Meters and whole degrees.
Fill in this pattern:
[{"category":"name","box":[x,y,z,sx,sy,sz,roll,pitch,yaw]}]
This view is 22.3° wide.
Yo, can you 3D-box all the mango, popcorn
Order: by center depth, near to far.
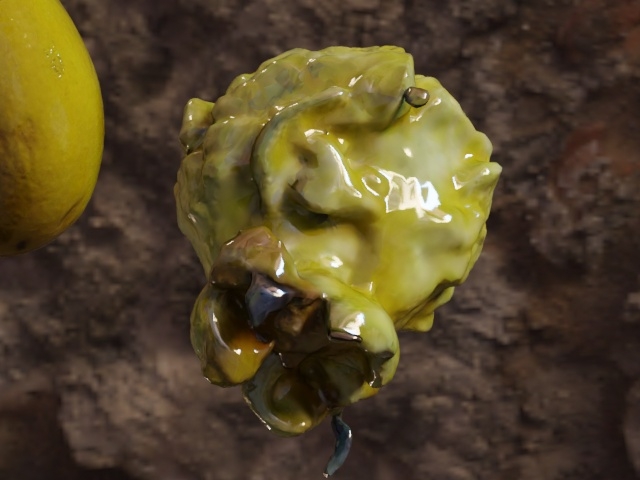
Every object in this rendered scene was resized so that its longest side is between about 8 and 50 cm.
[{"category":"mango","box":[-0.136,-0.070,0.622,0.103,0.076,0.161,8,-56,39]},{"category":"popcorn","box":[0.010,-0.001,0.853,0.173,0.168,0.195,106,-19,-56]}]
